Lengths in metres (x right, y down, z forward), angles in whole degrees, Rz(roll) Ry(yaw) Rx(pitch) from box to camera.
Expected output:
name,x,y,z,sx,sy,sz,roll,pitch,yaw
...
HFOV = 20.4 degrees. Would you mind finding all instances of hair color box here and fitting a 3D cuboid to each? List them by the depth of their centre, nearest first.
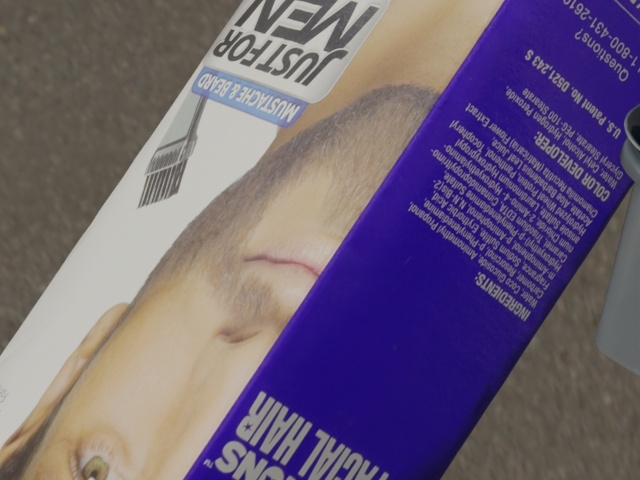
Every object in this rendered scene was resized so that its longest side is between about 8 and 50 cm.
name,x,y,z,sx,sy,sz,roll,pitch,yaw
hair color box,0.000,0.000,0.731,0.339,0.110,0.185,-58,32,-4

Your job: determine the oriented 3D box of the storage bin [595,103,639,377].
name,x,y,z,sx,sy,sz,roll,pitch,yaw
storage bin,0.152,0.021,0.571,0.135,0.091,0.098,33,40,26
